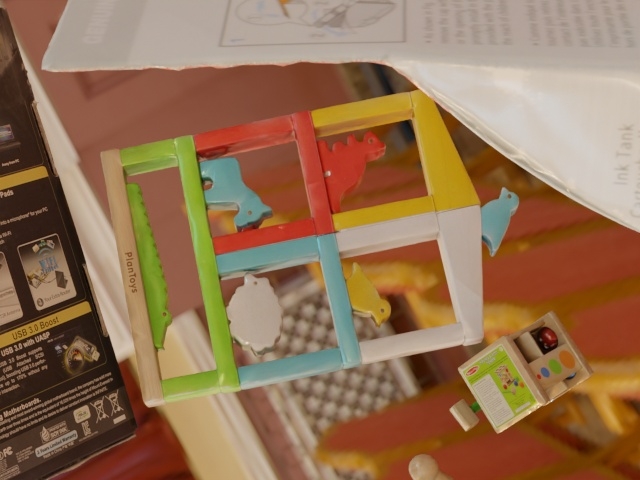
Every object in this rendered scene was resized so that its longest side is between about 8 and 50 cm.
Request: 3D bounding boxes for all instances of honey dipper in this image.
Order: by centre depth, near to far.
[{"bbox_3d":[0.115,0.176,0.981,0.160,0.030,0.030,33,-179,-25],"label":"honey dipper"}]

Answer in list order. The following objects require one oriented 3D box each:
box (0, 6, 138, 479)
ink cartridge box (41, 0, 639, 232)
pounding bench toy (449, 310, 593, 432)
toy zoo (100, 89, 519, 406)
[{"bbox_3d":[-0.312,0.040,0.963,0.097,0.395,0.318,-12,97,38],"label":"box"},{"bbox_3d":[0.092,-0.110,0.729,0.308,0.384,0.091,-85,-5,-58],"label":"ink cartridge box"},{"bbox_3d":[0.133,0.095,1.076,0.083,0.065,0.052,-42,75,44],"label":"pounding bench toy"},{"bbox_3d":[0.000,0.000,1.147,0.030,0.293,0.192,87,171,-77],"label":"toy zoo"}]
